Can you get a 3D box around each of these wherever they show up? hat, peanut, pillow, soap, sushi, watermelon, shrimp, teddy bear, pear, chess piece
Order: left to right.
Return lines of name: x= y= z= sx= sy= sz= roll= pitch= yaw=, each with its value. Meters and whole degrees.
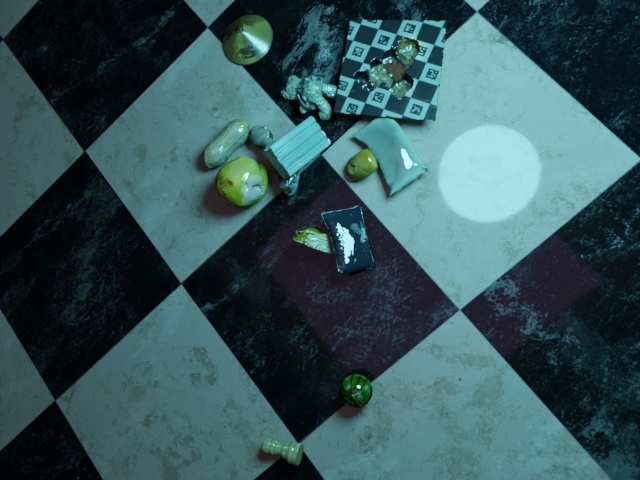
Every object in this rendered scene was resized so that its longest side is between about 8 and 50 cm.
peanut: x=-0.326 y=-0.331 z=1.530 sx=0.206 sy=0.087 sz=0.087 roll=-43 pitch=77 yaw=6
pear: x=-0.254 y=-0.195 z=1.461 sx=0.178 sy=0.178 sz=0.178 roll=-1 pitch=85 yaw=13
hat: x=-0.269 y=-0.721 z=1.555 sx=0.193 sy=0.082 sz=0.193 roll=-1 pitch=85 yaw=15
chess piece: x=-0.121 y=0.664 z=1.406 sx=0.122 sy=0.066 sz=0.066 roll=5 pitch=86 yaw=18
shrimp: x=-0.107 y=-0.259 z=1.479 sx=0.090 sy=0.079 sz=0.233 roll=-7 pitch=75 yaw=28
soap: x=-0.072 y=-0.297 z=1.417 sx=0.198 sy=0.063 sz=0.115 roll=-42 pitch=105 yaw=-26
teddy bear: x=-0.045 y=-0.487 z=1.464 sx=0.213 sy=0.111 sz=0.133 roll=23 pitch=87 yaw=13
pillow: x=0.092 y=-0.003 z=1.396 sx=0.141 sy=0.055 sz=0.208 roll=-11 pitch=78 yaw=-22
watermelon: x=0.107 y=0.457 z=1.345 sx=0.109 sy=0.109 sz=0.109 roll=-1 pitch=85 yaw=13
pillow: x=0.216 y=-0.281 z=1.399 sx=0.144 sy=0.078 sz=0.254 roll=-32 pitch=77 yaw=14
sushi: x=0.225 y=-0.537 z=1.431 sx=0.320 sy=0.069 sz=0.339 roll=7 pitch=81 yaw=12

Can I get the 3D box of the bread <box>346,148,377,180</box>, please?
bread: x=0.124 y=-0.236 z=1.403 sx=0.115 sy=0.056 sz=0.082 roll=-20 pitch=88 yaw=52

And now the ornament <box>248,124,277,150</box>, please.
ornament: x=-0.184 y=-0.335 z=1.481 sx=0.156 sy=0.074 sz=0.081 roll=48 pitch=134 yaw=43

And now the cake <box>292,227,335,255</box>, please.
cake: x=0.002 y=-0.004 z=1.412 sx=0.184 sy=0.116 sz=0.080 roll=25 pitch=89 yaw=19
